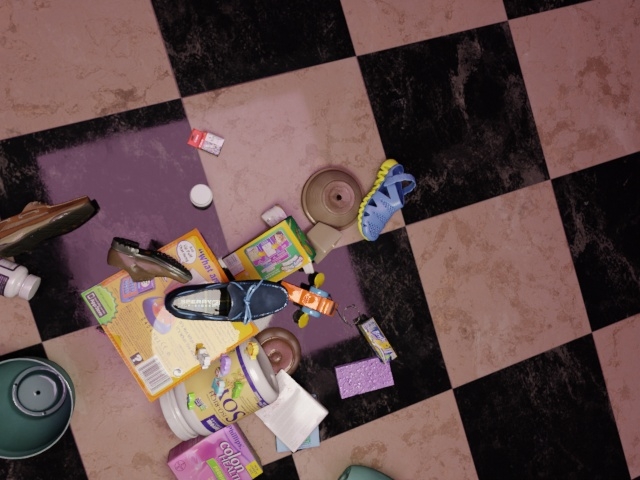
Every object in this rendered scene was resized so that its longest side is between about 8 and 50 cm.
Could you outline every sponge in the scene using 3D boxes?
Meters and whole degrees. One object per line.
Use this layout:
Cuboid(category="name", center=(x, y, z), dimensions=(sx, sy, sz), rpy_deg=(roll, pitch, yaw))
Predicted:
Cuboid(category="sponge", center=(0.164, 0.505, 1.879), dimensions=(0.210, 0.031, 0.117), rpy_deg=(-11, 92, -12))

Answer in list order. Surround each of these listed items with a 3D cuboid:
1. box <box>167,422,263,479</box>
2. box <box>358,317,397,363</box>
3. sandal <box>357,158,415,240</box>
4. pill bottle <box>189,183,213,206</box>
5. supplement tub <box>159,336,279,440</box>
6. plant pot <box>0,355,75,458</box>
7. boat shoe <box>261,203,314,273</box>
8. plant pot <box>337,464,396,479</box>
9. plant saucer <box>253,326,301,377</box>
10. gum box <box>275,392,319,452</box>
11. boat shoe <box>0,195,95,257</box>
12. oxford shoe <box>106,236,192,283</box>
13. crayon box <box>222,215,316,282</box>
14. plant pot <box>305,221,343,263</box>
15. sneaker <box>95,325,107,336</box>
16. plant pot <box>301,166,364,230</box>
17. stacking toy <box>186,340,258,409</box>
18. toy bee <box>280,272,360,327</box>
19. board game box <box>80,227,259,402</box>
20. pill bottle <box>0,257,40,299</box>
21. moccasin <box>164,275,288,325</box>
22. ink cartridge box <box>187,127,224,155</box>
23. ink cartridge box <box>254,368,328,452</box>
Cuboid(category="box", center=(-0.357, 0.753, 1.719), dimensions=(0.243, 0.117, 0.214), rpy_deg=(-31, 96, -11))
Cuboid(category="box", center=(0.210, 0.371, 1.859), dimensions=(0.054, 0.059, 0.169), rpy_deg=(-30, 84, -13))
Cuboid(category="sandal", center=(0.243, -0.143, 1.831), dimensions=(0.126, 0.138, 0.317), rpy_deg=(26, 86, -51))
Cuboid(category="pill bottle", center=(-0.403, -0.150, 1.701), dimensions=(0.078, 0.137, 0.078), rpy_deg=(0, 89, -13))
Cuboid(category="supplement tub", center=(-0.328, 0.483, 1.651), dimensions=(0.331, 0.241, 0.241), rpy_deg=(-27, 96, -1))
Cuboid(category="plant pot", center=(-0.899, 0.491, 1.558), dimensions=(0.293, 0.196, 0.293), rpy_deg=(0, 89, -13))
Cuboid(category="boat shoe", center=(-0.118, 0.010, 1.790), dimensions=(0.096, 0.098, 0.277), rpy_deg=(-31, 90, -7))
Cuboid(category="plant pot", center=(0.153, 0.934, 1.757), dimensions=(0.235, 0.293, 0.293), rpy_deg=(35, 82, 7))
Cuboid(category="plant saucer", center=(-0.163, 0.413, 1.805), dimensions=(0.198, 0.036, 0.199), rpy_deg=(0, 90, -13))
Cuboid(category="gum box", center=(-0.088, 0.656, 1.818), dimensions=(0.157, 0.041, 0.184), rpy_deg=(-4, 89, -12))
Cuboid(category="boat shoe", center=(-0.896, -0.069, 1.603), dimensions=(0.324, 0.122, 0.120), rpy_deg=(-28, 79, -16))
Cuboid(category="oxford shoe", center=(-0.458, 0.075, 1.352), dimensions=(0.227, 0.083, 0.096), rpy_deg=(23, 97, -13))
Cuboid(category="crayon box", center=(-0.174, 0.058, 1.721), dimensions=(0.278, 0.081, 0.165), rpy_deg=(-31, 97, 17))
Cuboid(category="plant pot", center=(0.000, 0.000, 1.801), dimensions=(0.096, 0.109, 0.109), rpy_deg=(42, 60, 6))
Cuboid(category="sneaker", center=(-0.688, 0.302, 1.687), dimensions=(0.119, 0.047, 0.057), rpy_deg=(23, 79, -19))
Cuboid(category="plant pot", center=(0.055, -0.150, 1.819), dimensions=(0.237, 0.110, 0.237), rpy_deg=(0, 90, -13))
Cuboid(category="stacking toy", center=(-0.280, 0.388, 1.431), dimensions=(0.167, 0.052, 0.221), rpy_deg=(0, 120, -38))
Cuboid(category="toy bee", center=(-0.008, 0.236, 1.799), dimensions=(0.298, 0.162, 0.195), rpy_deg=(42, 89, 16))
Cuboid(category="board game box", center=(-0.456, 0.211, 1.562), dimensions=(0.356, 0.356, 0.357), rpy_deg=(-31, 96, -16))
Cuboid(category="pill bottle", center=(-0.997, 0.116, 1.583), dimensions=(0.193, 0.108, 0.108), rpy_deg=(24, 85, -11))
Cuboid(category="moccasin", center=(-0.248, 0.179, 1.381), dimensions=(0.342, 0.117, 0.138), rpy_deg=(-7, 89, -18))
Cuboid(category="ink cartridge box", center=(-0.400, -0.345, 1.758), dimensions=(0.115, 0.029, 0.063), rpy_deg=(22, 86, -12))
Cuboid(category="ink cartridge box", center=(-0.112, 0.597, 1.777), dimensions=(0.224, 0.056, 0.181), rpy_deg=(41, 82, 11))
